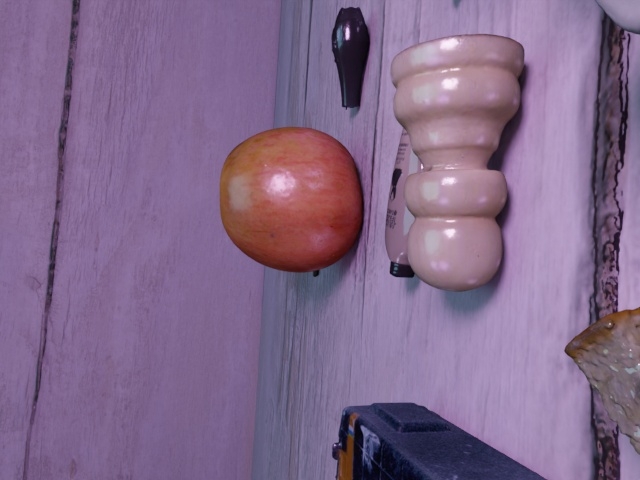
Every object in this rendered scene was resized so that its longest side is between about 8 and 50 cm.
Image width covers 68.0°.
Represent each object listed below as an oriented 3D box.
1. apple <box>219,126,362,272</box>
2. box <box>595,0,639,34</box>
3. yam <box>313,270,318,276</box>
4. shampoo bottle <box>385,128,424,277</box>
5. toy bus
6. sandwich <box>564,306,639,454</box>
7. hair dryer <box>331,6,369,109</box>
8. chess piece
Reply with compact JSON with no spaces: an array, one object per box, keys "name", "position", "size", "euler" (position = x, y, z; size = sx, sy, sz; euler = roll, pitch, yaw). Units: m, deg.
[{"name":"apple","position":[-0.080,-0.103,1.165],"size":[0.364,0.365,0.363],"euler":[-176,90,-75]},{"name":"box","position":[0.272,-0.239,0.188],"size":[0.311,0.183,0.175],"euler":[113,157,-48]},{"name":"yam","position":[-0.001,0.000,1.424],"size":[0.027,0.029,0.233],"euler":[-43,-38,-72]},{"name":"shampoo bottle","position":[0.152,-0.063,0.774],"size":[0.127,0.078,0.256],"euler":[-145,59,-71]},{"name":"toy bus","position":[0.135,0.331,0.584],"size":[0.323,0.162,0.193],"euler":[175,100,-73]},{"name":"sandwich","position":[0.268,0.051,0.241],"size":[0.235,0.128,0.122],"euler":[112,149,-49]},{"name":"hair dryer","position":[0.071,-0.467,1.245],"size":[0.271,0.092,0.235],"euler":[-94,2,-73]},{"name":"chess piece","position":[0.166,-0.085,0.606],"size":[0.167,0.167,0.299],"euler":[-165,76,-75]}]
